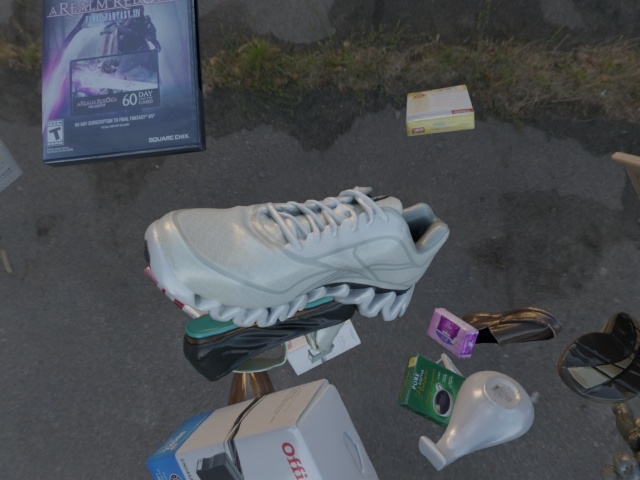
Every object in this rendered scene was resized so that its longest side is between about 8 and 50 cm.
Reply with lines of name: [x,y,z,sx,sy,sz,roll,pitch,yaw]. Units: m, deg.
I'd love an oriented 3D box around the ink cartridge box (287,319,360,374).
ink cartridge box: [-0.009,0.369,1.773,0.272,0.198,0.115,-26,113,-2]

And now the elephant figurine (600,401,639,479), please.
elephant figurine: [0.680,0.438,0.908,0.169,0.239,0.186,-35,76,46]

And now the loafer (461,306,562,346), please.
loafer: [0.683,0.337,1.663,0.134,0.365,0.130,55,47,-19]

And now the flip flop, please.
flip flop: [0.481,0.199,0.770,0.112,0.277,0.080,51,134,24]

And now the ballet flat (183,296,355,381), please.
ballet flat: [-0.043,0.113,0.625,0.280,0.095,0.096,-17,110,-14]

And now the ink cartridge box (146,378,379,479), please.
ink cartridge box: [-0.111,0.483,0.922,0.394,0.166,0.286,-25,93,26]

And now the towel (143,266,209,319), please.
towel: [-0.240,0.128,1.122,0.329,0.237,0.037,32,120,28]

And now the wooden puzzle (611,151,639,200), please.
wooden puzzle: [0.694,-0.009,0.777,0.080,0.322,0.348,-38,107,11]

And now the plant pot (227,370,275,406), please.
plant pot: [-0.261,0.590,1.748,0.215,0.215,0.231,-14,55,4]

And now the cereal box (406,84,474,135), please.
cereal box: [0.327,-0.364,1.268,0.172,0.240,0.047,-4,125,15]

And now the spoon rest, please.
spoon rest: [0.283,0.331,0.841,0.276,0.084,0.137,-19,46,-33]

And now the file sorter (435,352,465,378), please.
file sorter: [0.490,0.595,1.670,0.173,0.193,0.278,-41,87,8]

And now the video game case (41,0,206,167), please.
video game case: [-0.245,-0.235,0.562,0.195,0.026,0.275,-5,84,4]

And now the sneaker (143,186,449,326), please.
sneaker: [0.000,0.000,0.390,0.118,0.292,0.110,-52,53,30]

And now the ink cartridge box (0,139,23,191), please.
ink cartridge box: [-0.476,-0.085,0.472,0.131,0.306,0.226,44,68,-11]

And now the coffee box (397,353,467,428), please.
coffee box: [0.259,0.332,0.975,0.184,0.040,0.113,27,62,-12]

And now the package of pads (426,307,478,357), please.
package of pads: [0.211,0.147,0.736,0.031,0.083,0.050,7,104,-29]
